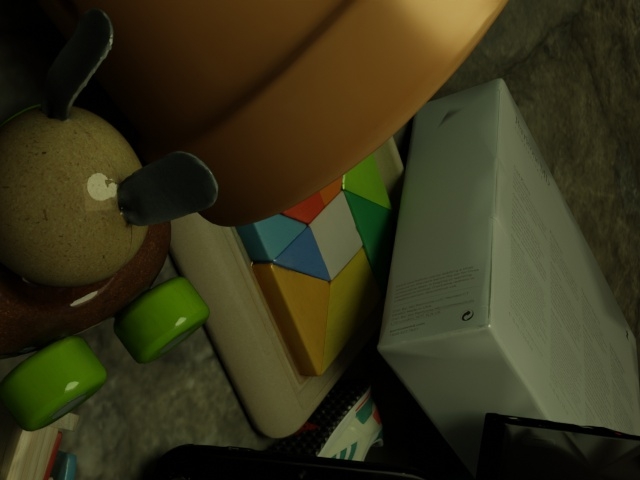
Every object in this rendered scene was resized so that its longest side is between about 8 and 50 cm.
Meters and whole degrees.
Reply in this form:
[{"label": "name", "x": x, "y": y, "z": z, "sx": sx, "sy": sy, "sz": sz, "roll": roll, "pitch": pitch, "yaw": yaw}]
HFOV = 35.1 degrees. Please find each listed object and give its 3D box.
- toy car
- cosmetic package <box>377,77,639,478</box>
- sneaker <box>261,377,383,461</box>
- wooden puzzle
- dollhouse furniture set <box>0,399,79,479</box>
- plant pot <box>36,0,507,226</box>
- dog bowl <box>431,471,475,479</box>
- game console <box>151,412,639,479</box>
[{"label": "toy car", "x": -0.116, "y": -0.023, "z": 0.500, "sx": 0.149, "sy": 0.188, "sz": 0.155, "roll": -31, "pitch": 81, "yaw": -44}, {"label": "cosmetic package", "x": 0.188, "y": 0.091, "z": 0.896, "sx": 0.377, "sy": 0.097, "sz": 0.284, "roll": 54, "pitch": 35, "yaw": -34}, {"label": "sneaker", "x": 0.000, "y": 0.179, "z": 0.782, "sx": 0.161, "sy": 0.057, "sz": 0.075, "roll": -43, "pitch": 117, "yaw": -42}, {"label": "wooden puzzle", "x": 0.000, "y": 0.000, "z": 0.783, "sx": 0.239, "sy": 0.044, "sz": 0.221, "roll": -44, "pitch": 123, "yaw": -38}, {"label": "dollhouse furniture set", "x": -0.143, "y": 0.193, "z": 0.564, "sx": 0.129, "sy": 0.129, "sz": 0.183, "roll": 29, "pitch": 71, "yaw": -46}, {"label": "plant pot", "x": -0.044, "y": -0.183, "z": 0.568, "sx": 0.203, "sy": 0.291, "sz": 0.291, "roll": 41, "pitch": 61, "yaw": -24}, {"label": "dog bowl", "x": 0.092, "y": 0.303, "z": 0.883, "sx": 0.297, "sy": 0.074, "sz": 0.165, "roll": -20, "pitch": 107, "yaw": -47}, {"label": "game console", "x": 0.058, "y": 0.223, "z": 0.703, "sx": 0.361, "sy": 0.044, "sz": 0.213, "roll": 8, "pitch": 91, "yaw": -8}]
